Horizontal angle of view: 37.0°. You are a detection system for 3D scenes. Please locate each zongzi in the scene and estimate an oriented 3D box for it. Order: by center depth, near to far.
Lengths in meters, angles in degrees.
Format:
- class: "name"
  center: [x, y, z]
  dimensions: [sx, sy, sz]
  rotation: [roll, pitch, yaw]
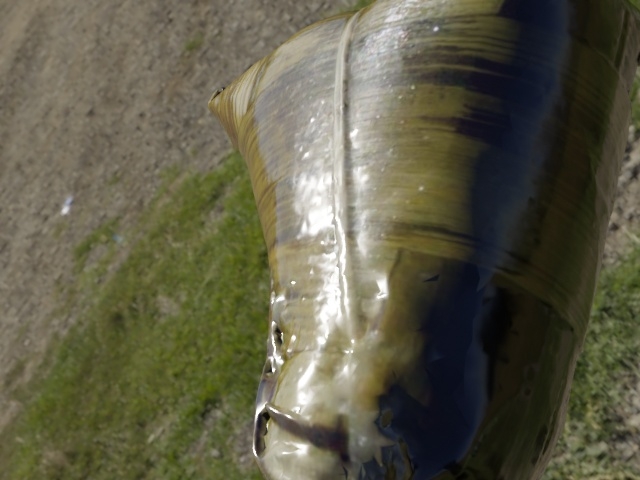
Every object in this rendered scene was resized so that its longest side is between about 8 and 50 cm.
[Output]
- class: "zongzi"
  center: [0.000, 0.000, 0.481]
  dimensions: [0.288, 0.134, 0.286]
  rotation: [-3, 57, 42]
